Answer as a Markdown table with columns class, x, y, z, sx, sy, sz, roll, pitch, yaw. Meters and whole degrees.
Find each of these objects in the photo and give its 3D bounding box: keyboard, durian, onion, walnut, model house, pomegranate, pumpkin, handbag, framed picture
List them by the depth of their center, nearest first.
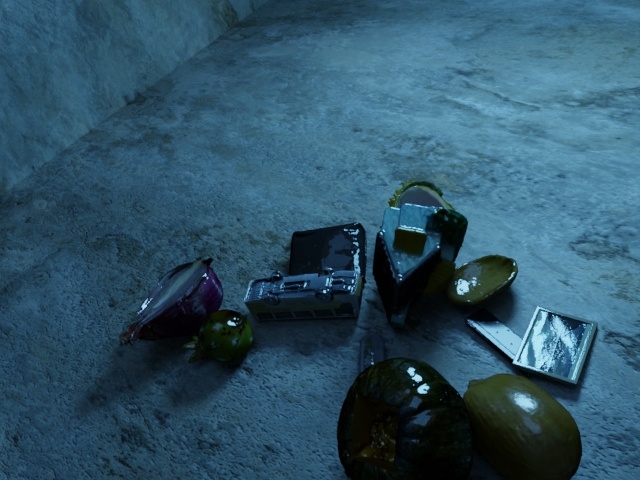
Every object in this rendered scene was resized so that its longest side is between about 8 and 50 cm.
| class | x | y | z | sx | sy | sz | roll | pitch | yaw |
| --- | --- | --- | --- | --- | --- | --- | --- | --- | --- |
| walnut | 0.412 | 0.383 | 1.312 | 0.203 | 0.203 | 0.298 | -28 | 38 | -9 |
| pumpkin | 0.173 | 0.404 | 1.329 | 0.320 | 0.192 | 0.321 | -18 | 64 | 42 |
| framed picture | 0.564 | 0.249 | 1.510 | 0.150 | 0.015 | 0.203 | 15 | 46 | 30 |
| keyboard | 0.460 | 0.251 | 1.568 | 0.072 | 0.023 | 0.231 | -27 | 41 | -18 |
| model house | 0.245 | 0.082 | 1.632 | 0.229 | 0.281 | 0.249 | 8 | 63 | 8 |
| pomegranate | -0.289 | 0.266 | 1.762 | 0.220 | 0.156 | 0.156 | -5 | 42 | 33 |
| onion | -0.425 | 0.220 | 1.854 | 0.349 | 0.159 | 0.267 | -49 | 24 | -24 |
| durian | 0.270 | -0.079 | 1.882 | 0.305 | 0.196 | 0.185 | -40 | 38 | -18 |
| handbag | 0.017 | 0.056 | 1.899 | 0.246 | 0.080 | 0.223 | -8 | 52 | 15 |

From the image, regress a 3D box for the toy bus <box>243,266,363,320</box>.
| class | x | y | z | sx | sy | sz | roll | pitch | yaw |
| --- | --- | --- | --- | --- | --- | --- | --- | --- | --- |
| toy bus | -0.047 | 0.160 | 1.784 | 0.342 | 0.138 | 0.097 | -5 | 44 | 19 |

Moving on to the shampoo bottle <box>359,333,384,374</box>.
| class | x | y | z | sx | sy | sz | roll | pitch | yaw |
| --- | --- | --- | --- | --- | --- | --- | --- | --- | --- |
| shampoo bottle | 0.128 | 0.336 | 1.575 | 0.072 | 0.072 | 0.214 | -9 | 42 | 14 |

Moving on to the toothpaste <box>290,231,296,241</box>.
| class | x | y | z | sx | sy | sz | roll | pitch | yaw |
| --- | --- | --- | --- | --- | --- | --- | --- | --- | --- |
| toothpaste | 0.000 | 0.000 | 2.019 | 0.194 | 0.043 | 0.067 | 5 | 47 | 19 |

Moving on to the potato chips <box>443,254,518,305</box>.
| class | x | y | z | sx | sy | sz | roll | pitch | yaw |
| --- | --- | --- | --- | --- | --- | --- | --- | --- | --- |
| potato chips | 0.432 | 0.118 | 1.687 | 0.208 | 0.062 | 0.195 | -40 | 28 | -20 |
